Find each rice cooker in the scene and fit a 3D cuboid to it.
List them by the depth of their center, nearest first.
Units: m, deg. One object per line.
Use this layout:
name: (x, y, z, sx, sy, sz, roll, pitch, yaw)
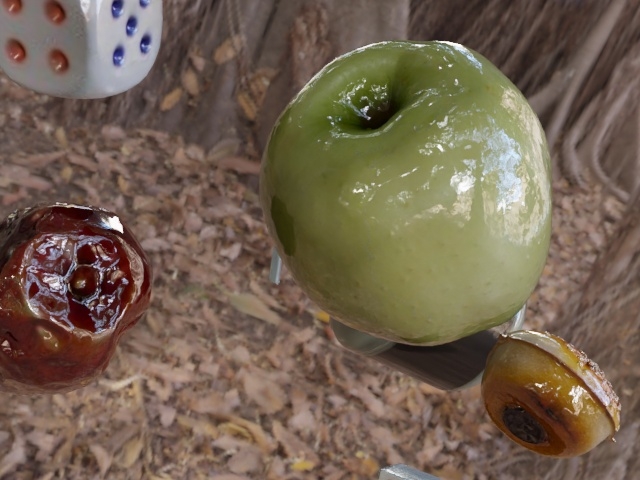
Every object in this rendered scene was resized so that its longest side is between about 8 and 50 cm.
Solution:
rice cooker: (0.191, 0.103, 1.712, 0.325, 0.335, 0.335, 25, 21, -21)

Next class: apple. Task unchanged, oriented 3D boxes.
apple: (0.102, -0.049, 1.035, 0.357, 0.357, 0.357, 19, 23, -8)

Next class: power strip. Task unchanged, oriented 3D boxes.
power strip: (-0.106, -0.005, 2.303, 0.027, 0.253, 0.060, 8, 16, 0)

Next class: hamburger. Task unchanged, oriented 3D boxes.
hamburger: (0.347, 0.230, 1.344, 0.237, 0.237, 0.147, 32, 61, 22)

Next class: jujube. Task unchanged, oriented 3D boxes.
jujube: (-0.387, 0.080, 1.242, 0.276, 0.277, 0.377, 11, -16, -24)

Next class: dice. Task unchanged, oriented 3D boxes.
dice: (-0.355, -0.322, 1.280, 0.193, 0.192, 0.194, 15, 32, 19)

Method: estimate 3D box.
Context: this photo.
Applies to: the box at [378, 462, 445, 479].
box: (0.220, 0.494, 1.536, 0.269, 0.135, 0.079, 14, 4, 33)
